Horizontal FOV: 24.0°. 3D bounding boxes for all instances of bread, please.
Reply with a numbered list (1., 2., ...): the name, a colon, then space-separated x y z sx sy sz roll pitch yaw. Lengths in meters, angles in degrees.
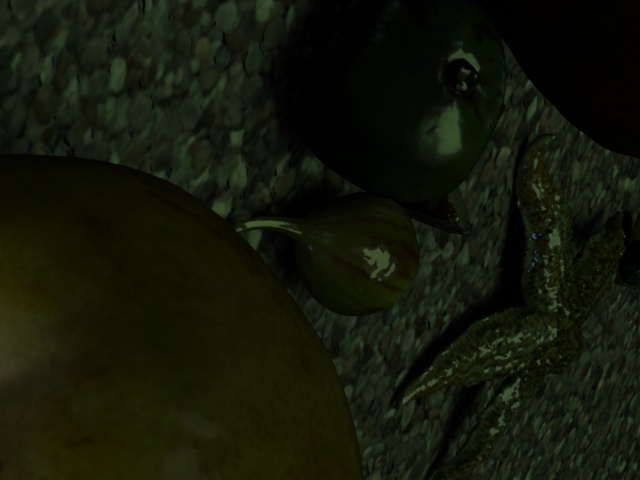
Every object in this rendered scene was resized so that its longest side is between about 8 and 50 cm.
1. bread: 0.075 -0.041 1.157 0.062 0.109 0.043 -28 150 19

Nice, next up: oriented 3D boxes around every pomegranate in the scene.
1. pomegranate: 0.066 -0.089 1.039 0.152 0.131 0.191 -63 157 -15

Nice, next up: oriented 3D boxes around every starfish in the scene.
1. starfish: 0.202 0.095 1.437 0.347 0.078 0.357 22 90 -63

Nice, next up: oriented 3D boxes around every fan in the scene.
1. fan: 0.336 0.020 1.583 0.155 0.039 0.082 -29 138 -72

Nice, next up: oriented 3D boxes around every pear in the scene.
1. pear: -0.122 0.110 0.701 0.314 0.314 0.314 -36 137 -42

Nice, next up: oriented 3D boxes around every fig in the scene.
1. fig: 0.008 0.012 1.044 0.166 0.093 0.093 -4 112 -61

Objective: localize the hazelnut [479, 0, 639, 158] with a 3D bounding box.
1. hazelnut: 0.250 -0.258 1.012 0.359 0.359 0.409 -47 146 -31
